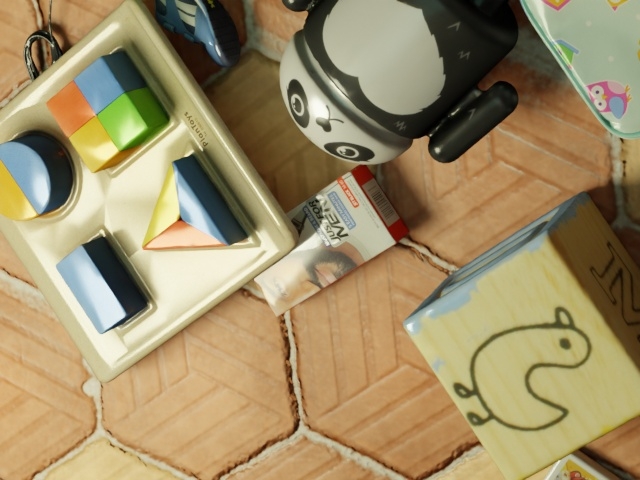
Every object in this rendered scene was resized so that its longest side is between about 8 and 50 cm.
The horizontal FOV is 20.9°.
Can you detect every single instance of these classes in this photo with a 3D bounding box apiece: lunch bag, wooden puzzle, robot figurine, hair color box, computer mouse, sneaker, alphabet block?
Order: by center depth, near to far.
[{"bbox_3d":[0.339,-0.232,1.607,0.279,0.108,0.224,-34,94,25],"label":"lunch bag"},{"bbox_3d":[0.082,-0.200,1.717,0.278,0.174,0.209,-44,51,24],"label":"robot figurine"},{"bbox_3d":[0.229,0.094,1.734,0.192,0.193,0.197,-35,91,26],"label":"alphabet block"},{"bbox_3d":[-0.139,-0.240,1.857,0.059,0.053,0.144,-37,81,23],"label":"sneaker"},{"bbox_3d":[0.000,0.000,1.868,0.167,0.053,0.093,-33,91,26],"label":"hair color box"},{"bbox_3d":[-0.232,-0.043,1.892,0.348,0.080,0.322,-36,86,32],"label":"wooden puzzle"},{"bbox_3d":[-0.290,-0.268,1.917,0.071,0.041,0.242,15,115,14],"label":"computer mouse"}]

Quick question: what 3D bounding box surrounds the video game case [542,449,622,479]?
[{"bbox_3d":[0.306,0.363,1.868,0.227,0.026,0.206,35,113,9],"label":"video game case"}]
